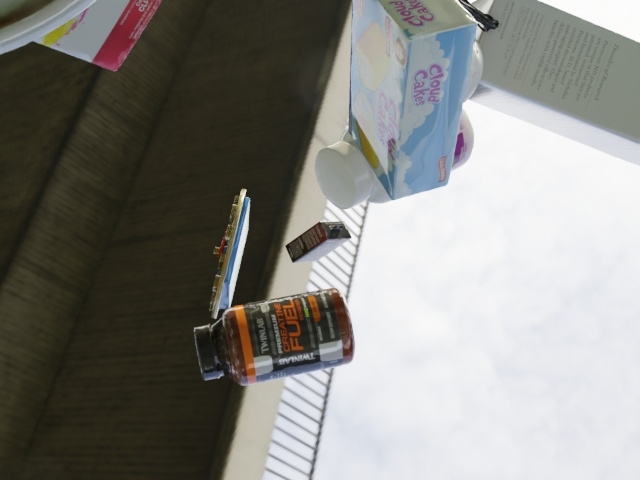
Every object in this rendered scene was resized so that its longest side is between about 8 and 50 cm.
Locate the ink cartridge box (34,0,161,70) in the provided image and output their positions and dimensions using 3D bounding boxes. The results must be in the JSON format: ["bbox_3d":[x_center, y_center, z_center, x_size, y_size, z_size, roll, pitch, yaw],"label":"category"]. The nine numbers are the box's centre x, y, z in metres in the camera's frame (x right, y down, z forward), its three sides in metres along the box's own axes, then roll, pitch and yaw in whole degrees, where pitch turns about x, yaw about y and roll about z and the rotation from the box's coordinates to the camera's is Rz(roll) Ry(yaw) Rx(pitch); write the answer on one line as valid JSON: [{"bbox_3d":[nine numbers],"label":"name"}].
[{"bbox_3d":[-0.309,-0.313,0.991,0.127,0.176,0.128,-49,-127,24],"label":"ink cartridge box"}]

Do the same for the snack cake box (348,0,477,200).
[{"bbox_3d":[0.106,-0.198,1.039,0.089,0.264,0.152,-17,-128,-14],"label":"snack cake box"}]

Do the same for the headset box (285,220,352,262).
[{"bbox_3d":[0.000,0.000,1.207,0.083,0.062,0.032,-36,-109,33],"label":"headset box"}]

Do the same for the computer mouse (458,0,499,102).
[{"bbox_3d":[0.222,-0.289,1.227,0.042,0.106,0.193,-20,-132,43],"label":"computer mouse"}]

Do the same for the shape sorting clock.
[{"bbox_3d":[-0.145,0.020,1.277,0.040,0.206,0.206,11,-118,-2],"label":"shape sorting clock"}]

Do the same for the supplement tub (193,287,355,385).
[{"bbox_3d":[-0.060,0.128,1.065,0.198,0.106,0.106,-11,-133,-9],"label":"supplement tub"}]

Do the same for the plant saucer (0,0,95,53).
[{"bbox_3d":[-0.267,-0.284,0.455,0.400,0.400,0.100,-39,-129,10],"label":"plant saucer"}]

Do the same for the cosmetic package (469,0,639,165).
[{"bbox_3d":[0.454,-0.274,1.448,0.230,0.453,0.161,-138,-112,-80],"label":"cosmetic package"}]

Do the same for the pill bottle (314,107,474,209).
[{"bbox_3d":[0.143,-0.171,1.608,0.302,0.169,0.169,-27,-145,-29],"label":"pill bottle"}]
